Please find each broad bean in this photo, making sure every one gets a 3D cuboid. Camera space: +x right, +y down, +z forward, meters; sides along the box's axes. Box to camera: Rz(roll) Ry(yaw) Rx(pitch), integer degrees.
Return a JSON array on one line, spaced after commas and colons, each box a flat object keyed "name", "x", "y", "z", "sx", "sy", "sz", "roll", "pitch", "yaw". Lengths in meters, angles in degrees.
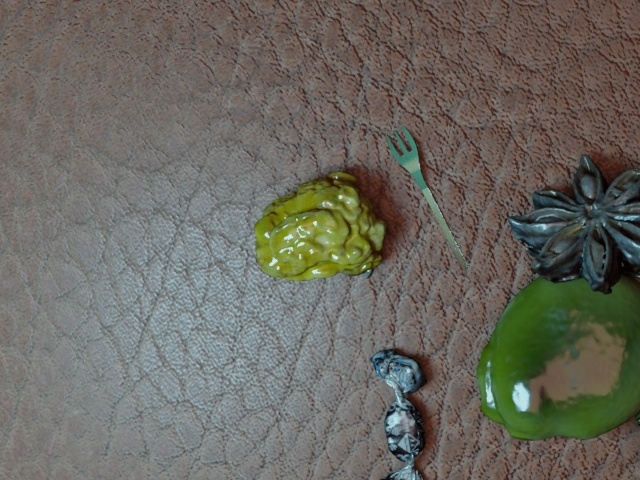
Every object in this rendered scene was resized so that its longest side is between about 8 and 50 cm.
[{"name": "broad bean", "x": 0.361, "y": 0.169, "z": 1.685, "sx": 0.238, "sy": 0.119, "sz": 0.291, "roll": 43, "pitch": 94, "yaw": 17}]

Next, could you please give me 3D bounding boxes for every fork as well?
[{"name": "fork", "x": 0.165, "y": -0.062, "z": 1.749, "sx": 0.039, "sy": 0.021, "sz": 0.235, "roll": -28, "pitch": 88, "yaw": 10}]

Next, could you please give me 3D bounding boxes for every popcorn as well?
[{"name": "popcorn", "x": 0.000, "y": -0.019, "z": 1.715, "sx": 0.194, "sy": 0.140, "sz": 0.163, "roll": 4, "pitch": 98, "yaw": 5}]

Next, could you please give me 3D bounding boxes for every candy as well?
[{"name": "candy", "x": 0.120, "y": 0.276, "z": 1.757, "sx": 0.094, "sy": 0.051, "sz": 0.226, "roll": -6, "pitch": 90, "yaw": 18}]

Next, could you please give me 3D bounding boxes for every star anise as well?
[{"name": "star anise", "x": 0.395, "y": -0.012, "z": 1.653, "sx": 0.223, "sy": 0.236, "sz": 0.109, "roll": -26, "pitch": 134, "yaw": 6}]

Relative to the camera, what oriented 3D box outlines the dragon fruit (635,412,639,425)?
[{"name": "dragon fruit", "x": 0.535, "y": 0.257, "z": 1.666, "sx": 0.135, "sy": 0.236, "sz": 0.137, "roll": -1, "pitch": 132, "yaw": 40}]
